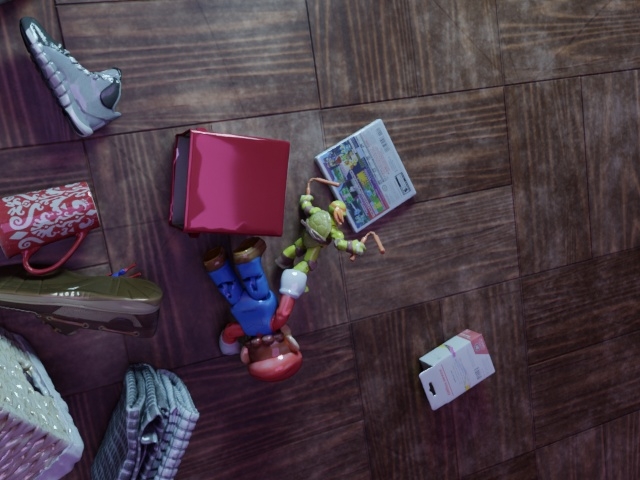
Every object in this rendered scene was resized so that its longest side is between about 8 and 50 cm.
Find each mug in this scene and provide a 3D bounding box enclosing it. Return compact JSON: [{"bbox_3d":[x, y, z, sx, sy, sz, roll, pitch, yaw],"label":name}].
[{"bbox_3d":[-0.506,-0.029,1.108,0.169,0.113,0.150,-20,118,-23],"label":"mug"}]

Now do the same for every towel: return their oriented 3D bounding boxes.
[{"bbox_3d":[-0.344,0.378,1.116,0.121,0.284,0.234,22,87,-21],"label":"towel"}]

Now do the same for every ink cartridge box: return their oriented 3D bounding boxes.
[{"bbox_3d":[0.327,0.322,1.486,0.198,0.067,0.115,-27,105,-18],"label":"ink cartridge box"}]

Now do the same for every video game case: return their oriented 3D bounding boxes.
[{"bbox_3d":[0.107,-0.148,1.369,0.184,0.023,0.201,-33,108,-15],"label":"video game case"}]

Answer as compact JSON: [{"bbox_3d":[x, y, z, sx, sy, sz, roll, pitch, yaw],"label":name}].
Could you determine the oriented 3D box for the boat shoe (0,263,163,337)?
[{"bbox_3d":[-0.477,0.129,1.119,0.342,0.123,0.123,6,112,-12],"label":"boat shoe"}]

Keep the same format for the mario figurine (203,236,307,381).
[{"bbox_3d":[-0.127,0.147,1.236,0.170,0.198,0.320,-33,115,-35],"label":"mario figurine"}]

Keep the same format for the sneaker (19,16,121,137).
[{"bbox_3d":[-0.449,-0.319,1.109,0.132,0.086,0.228,-31,117,-20],"label":"sneaker"}]

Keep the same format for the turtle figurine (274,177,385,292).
[{"bbox_3d":[0.000,0.000,1.246,0.087,0.269,0.217,15,116,-51],"label":"turtle figurine"}]

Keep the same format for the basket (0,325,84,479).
[{"bbox_3d":[-0.624,0.294,0.934,0.331,0.328,0.266,-41,140,-14],"label":"basket"}]

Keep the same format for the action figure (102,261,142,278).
[{"bbox_3d":[-0.418,0.084,1.190,0.115,0.030,0.038,-27,100,-11],"label":"action figure"}]

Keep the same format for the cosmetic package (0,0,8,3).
[{"bbox_3d":[-0.610,-0.586,0.938,0.156,0.217,0.384,-27,103,-17],"label":"cosmetic package"}]

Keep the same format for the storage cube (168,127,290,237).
[{"bbox_3d":[-0.185,-0.109,1.174,0.193,0.184,0.214,2,95,-23],"label":"storage cube"}]
